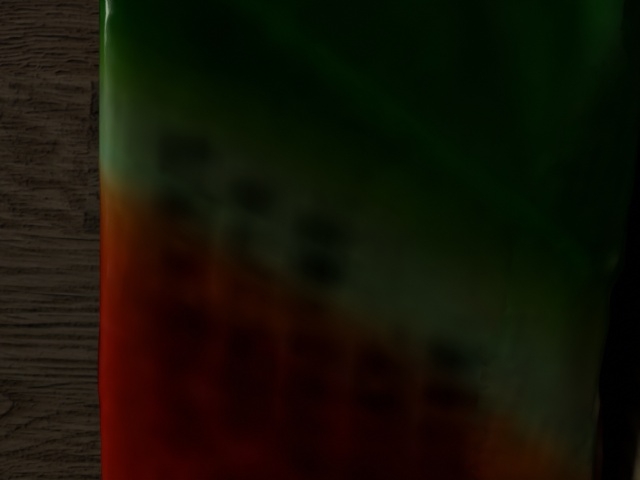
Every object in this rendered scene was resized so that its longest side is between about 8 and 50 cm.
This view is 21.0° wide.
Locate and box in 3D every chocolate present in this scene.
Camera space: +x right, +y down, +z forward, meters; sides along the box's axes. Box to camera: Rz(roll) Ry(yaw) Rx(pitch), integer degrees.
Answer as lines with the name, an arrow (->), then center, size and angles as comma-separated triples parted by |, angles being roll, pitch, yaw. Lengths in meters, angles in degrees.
chocolate -> 0.000, 0.000, 0.652 | 0.360, 0.161, 0.341 | -103, 15, -70
